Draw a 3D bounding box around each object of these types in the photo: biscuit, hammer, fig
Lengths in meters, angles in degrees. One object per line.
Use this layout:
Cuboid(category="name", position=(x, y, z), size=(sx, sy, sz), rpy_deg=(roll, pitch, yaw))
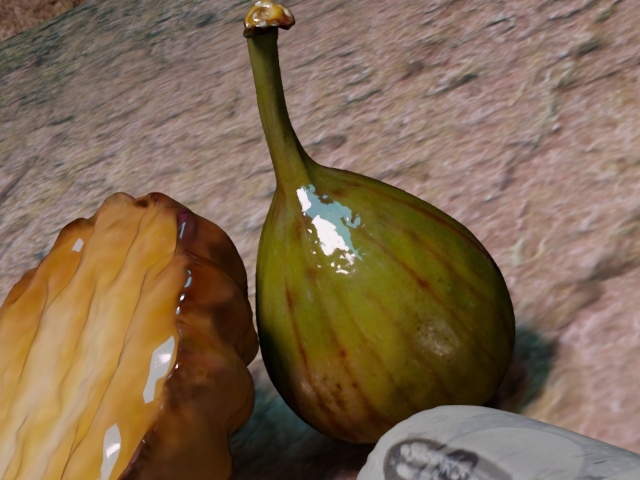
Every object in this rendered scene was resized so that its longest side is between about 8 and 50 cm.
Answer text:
Cuboid(category="biscuit", position=(-0.149, 0.124, 0.830), size=(0.325, 0.107, 0.326), rpy_deg=(-39, 32, 30))
Cuboid(category="hammer", position=(0.028, 0.198, 0.558), size=(0.305, 0.113, 0.202), rpy_deg=(-43, 22, -19))
Cuboid(category="fig", position=(0.000, 0.000, 0.806), size=(0.151, 0.259, 0.151), rpy_deg=(-33, 17, 12))
